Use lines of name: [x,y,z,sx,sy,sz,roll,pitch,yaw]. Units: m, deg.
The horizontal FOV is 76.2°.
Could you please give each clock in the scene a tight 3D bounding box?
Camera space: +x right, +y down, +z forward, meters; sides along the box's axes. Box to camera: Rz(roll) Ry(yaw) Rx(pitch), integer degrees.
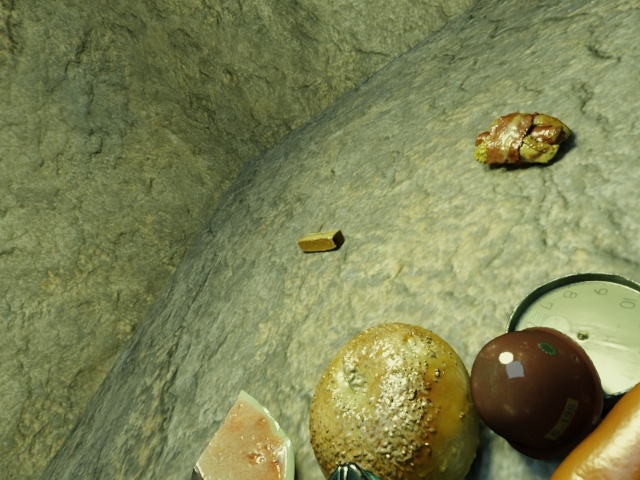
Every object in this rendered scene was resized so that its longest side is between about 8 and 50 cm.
clock: [0.373,0.137,0.580,0.214,0.042,0.215,-34,28,20]

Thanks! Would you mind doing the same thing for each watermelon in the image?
watermelon: [-0.155,0.438,0.773,0.255,0.176,0.260,-18,13,29]

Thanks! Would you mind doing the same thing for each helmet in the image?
helmet: [0.250,0.194,0.529,0.175,0.106,0.155,-69,27,22]

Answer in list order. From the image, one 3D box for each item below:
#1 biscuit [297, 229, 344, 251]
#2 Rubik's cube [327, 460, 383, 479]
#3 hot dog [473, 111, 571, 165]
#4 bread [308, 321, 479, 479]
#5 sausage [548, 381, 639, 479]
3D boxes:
biscuit: [0.000,0.000,1.323,0.188,0.052,0.056,-6,32,51]
Rubik's cube: [0.083,0.408,0.364,0.250,0.248,0.246,-51,27,-12]
hot dog: [0.457,-0.239,0.950,0.146,0.103,0.213,-53,28,-20]
bread: [0.099,0.264,0.657,0.305,0.159,0.306,-35,28,22]
sausage: [0.340,0.230,0.434,0.238,0.098,0.098,-46,25,1]
